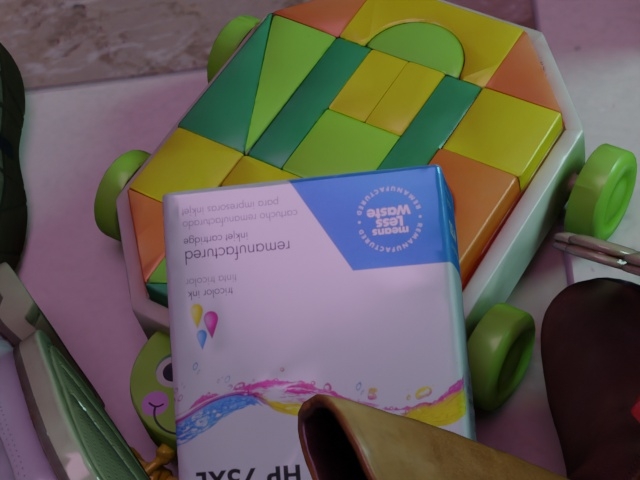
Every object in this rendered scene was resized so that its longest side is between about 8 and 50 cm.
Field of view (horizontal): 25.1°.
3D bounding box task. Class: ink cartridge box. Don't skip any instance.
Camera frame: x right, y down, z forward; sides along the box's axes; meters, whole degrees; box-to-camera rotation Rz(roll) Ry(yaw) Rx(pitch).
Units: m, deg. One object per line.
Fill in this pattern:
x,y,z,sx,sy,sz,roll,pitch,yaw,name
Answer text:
0.005,0.089,0.673,0.134,0.078,0.231,-6,80,8,ink cartridge box

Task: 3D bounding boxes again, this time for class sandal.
-0.226,-0.046,0.875,0.060,0.090,0.219,-22,52,18,sandal

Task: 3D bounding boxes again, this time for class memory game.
0.200,0.024,0.684,0.186,0.186,0.012,18,93,23,memory game

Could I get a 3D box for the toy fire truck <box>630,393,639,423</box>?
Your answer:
0.229,0.081,0.625,0.135,0.047,0.192,48,33,19,toy fire truck

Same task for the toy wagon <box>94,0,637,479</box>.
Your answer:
0.000,0.000,0.800,0.267,0.068,0.344,23,62,26,toy wagon

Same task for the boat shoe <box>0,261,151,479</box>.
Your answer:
-0.152,0.100,0.683,0.103,0.113,0.302,-34,19,-10,boat shoe

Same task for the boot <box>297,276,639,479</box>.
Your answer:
0.088,0.103,0.586,0.096,0.280,0.264,-36,53,34,boot
